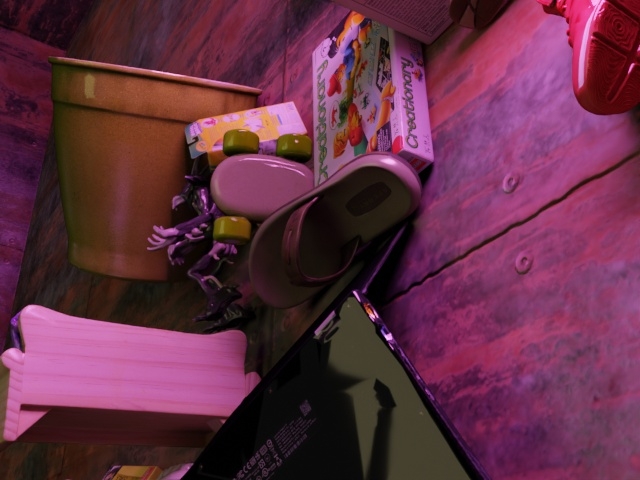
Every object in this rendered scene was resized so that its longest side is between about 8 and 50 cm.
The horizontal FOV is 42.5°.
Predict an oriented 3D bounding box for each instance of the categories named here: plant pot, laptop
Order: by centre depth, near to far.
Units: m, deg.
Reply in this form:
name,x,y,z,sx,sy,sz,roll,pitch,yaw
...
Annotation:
name,x,y,z,sx,sy,sz,roll,pitch,yaw
laptop,0.013,0.231,0.854,0.382,0.236,0.408,-50,54,22
plant pot,-0.306,-0.118,1.455,0.366,0.366,0.353,24,108,62

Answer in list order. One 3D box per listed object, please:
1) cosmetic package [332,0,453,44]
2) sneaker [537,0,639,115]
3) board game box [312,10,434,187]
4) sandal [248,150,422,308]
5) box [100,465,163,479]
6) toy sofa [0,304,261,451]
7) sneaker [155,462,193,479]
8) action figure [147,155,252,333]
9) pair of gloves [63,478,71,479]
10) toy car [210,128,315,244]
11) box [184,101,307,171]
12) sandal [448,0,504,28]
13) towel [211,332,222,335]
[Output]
name,x,y,z,sx,sy,sz,roll,pitch,yaw
cosmetic package,0.047,-0.364,0.949,0.160,0.309,0.113,-41,41,43
sneaker,0.252,-0.199,0.754,0.128,0.087,0.221,-21,44,66
board game box,0.061,-0.186,1.094,0.193,0.053,0.305,-40,42,46
sandal,0.000,-0.002,1.013,0.303,0.120,0.086,-42,17,42
box,-0.322,0.432,1.394,0.232,0.058,0.087,-21,28,56
toy sofa,-0.274,0.213,1.144,0.150,0.362,0.177,-34,53,49
sneaker,-0.256,0.419,1.190,0.292,0.110,0.118,-37,-2,27
action figure,-0.193,0.000,1.290,0.141,0.164,0.276,-16,72,8
pair of gloves,-0.403,0.527,1.428,0.240,0.042,0.204,-8,100,60
toy car,-0.081,-0.054,1.198,0.188,0.149,0.155,104,171,-76
box,-0.116,-0.159,1.274,0.105,0.179,0.043,-112,14,-51
sandal,0.206,-0.313,0.908,0.180,0.072,0.049,-49,14,44
towel,-0.215,0.195,1.287,0.027,0.148,0.110,53,128,24
